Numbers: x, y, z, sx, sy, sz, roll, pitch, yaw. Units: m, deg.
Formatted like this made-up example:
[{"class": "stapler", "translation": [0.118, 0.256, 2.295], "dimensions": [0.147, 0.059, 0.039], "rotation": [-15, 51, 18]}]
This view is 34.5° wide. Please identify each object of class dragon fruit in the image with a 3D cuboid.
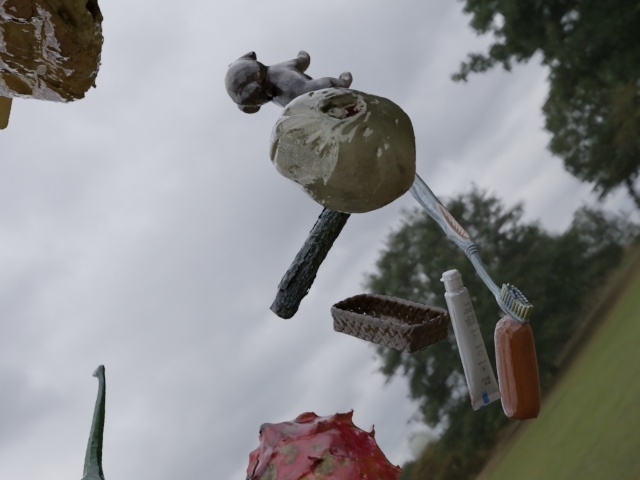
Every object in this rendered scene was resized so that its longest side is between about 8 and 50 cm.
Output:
[{"class": "dragon fruit", "translation": [0.011, 0.340, 1.302], "dimensions": [0.205, 0.268, 0.210], "rotation": [-2, -59, -21]}]

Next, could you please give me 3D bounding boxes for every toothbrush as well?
[{"class": "toothbrush", "translation": [0.189, -0.015, 1.468], "dimensions": [0.028, 0.375, 0.037], "rotation": [-10, -46, -27]}]

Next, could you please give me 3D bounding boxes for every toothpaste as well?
[{"class": "toothpaste", "translation": [0.198, 0.131, 1.375], "dimensions": [0.048, 0.190, 0.031], "rotation": [-22, 12, -25]}]

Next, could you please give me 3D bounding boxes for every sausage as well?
[{"class": "sausage", "translation": [0.357, 0.230, 1.871], "dimensions": [0.076, 0.076, 0.197], "rotation": [-14, -84, -69]}]

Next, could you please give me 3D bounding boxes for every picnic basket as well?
[{"class": "picnic basket", "translation": [0.112, 0.133, 1.663], "dimensions": [0.110, 0.193, 0.054], "rotation": [-17, -72, -42]}]

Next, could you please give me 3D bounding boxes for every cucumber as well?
[{"class": "cucumber", "translation": [0.000, 0.000, 1.517], "dimensions": [0.256, 0.044, 0.043], "rotation": [-60, 15, -6]}]

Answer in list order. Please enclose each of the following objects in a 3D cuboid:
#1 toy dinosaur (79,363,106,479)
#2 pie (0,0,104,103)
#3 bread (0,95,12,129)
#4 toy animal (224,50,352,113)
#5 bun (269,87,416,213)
[{"class": "toy dinosaur", "translation": [-0.355, 0.411, 1.726], "dimensions": [0.087, 0.447, 0.301], "rotation": [33, -95, -36]}, {"class": "pie", "translation": [-0.380, -0.244, 1.036], "dimensions": [0.339, 0.339, 0.083], "rotation": [87, -163, -69]}, {"class": "bread", "translation": [-0.507, -0.303, 1.526], "dimensions": [0.168, 0.163, 0.264], "rotation": [-1, -30, -44]}, {"class": "toy animal", "translation": [-0.056, -0.271, 1.895], "dimensions": [0.169, 0.233, 0.121], "rotation": [-29, -42, -54]}, {"class": "bun", "translation": [0.028, -0.118, 1.191], "dimensions": [0.113, 0.173, 0.166], "rotation": [94, 170, -49]}]
